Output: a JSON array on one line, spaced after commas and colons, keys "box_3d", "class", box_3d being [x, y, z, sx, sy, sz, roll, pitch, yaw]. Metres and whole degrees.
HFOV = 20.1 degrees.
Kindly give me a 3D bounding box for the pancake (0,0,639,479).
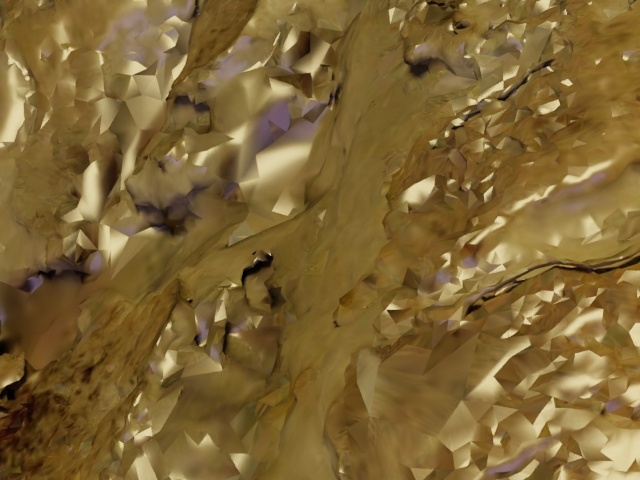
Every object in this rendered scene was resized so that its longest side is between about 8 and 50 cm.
[{"box_3d": [0.000, -0.001, 0.538, 0.387, 0.082, 0.387, -20, 49, 25], "class": "pancake"}]
